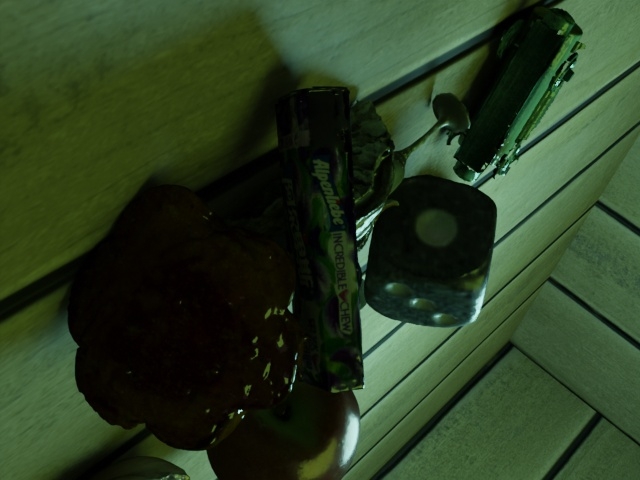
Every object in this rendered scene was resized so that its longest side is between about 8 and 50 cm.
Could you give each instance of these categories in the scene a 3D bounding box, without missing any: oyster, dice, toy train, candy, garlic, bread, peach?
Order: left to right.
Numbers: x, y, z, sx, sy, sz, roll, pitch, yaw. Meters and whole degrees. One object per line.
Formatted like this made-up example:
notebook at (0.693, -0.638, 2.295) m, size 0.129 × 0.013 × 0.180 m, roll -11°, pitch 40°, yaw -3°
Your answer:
garlic at (-0.276, 0.369, 1.233) m, size 0.228 × 0.110 × 0.217 m, roll -10°, pitch 148°, yaw -47°
bread at (-0.124, 0.088, 0.890) m, size 0.247 × 0.232 × 0.135 m, roll -61°, pitch 169°, yaw 8°
peach at (-0.055, 0.299, 1.404) m, size 0.252 × 0.252 × 0.252 m, roll -43°, pitch 159°, yaw -21°
oyster at (-0.020, -0.022, 1.067) m, size 0.351 × 0.158 × 0.162 m, roll -54°, pitch -156°, yaw -14°
candy at (0.000, 0.000, 0.937) m, size 0.061 × 0.313 × 0.088 m, roll -4°, pitch -179°, yaw -21°
dice at (0.167, 0.020, 1.381) m, size 0.183 × 0.182 × 0.182 m, roll 88°, pitch 15°, yaw -61°
toy train at (0.318, -0.227, 1.432) m, size 0.189 × 0.126 × 0.307 m, roll -23°, pitch 146°, yaw -54°

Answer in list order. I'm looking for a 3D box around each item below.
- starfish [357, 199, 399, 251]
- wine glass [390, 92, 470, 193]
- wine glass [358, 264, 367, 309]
starfish at (0.025, 0.009, 1.270) m, size 0.208 × 0.053 × 0.176 m, roll -43°, pitch 177°, yaw 1°
wine glass at (0.098, -0.106, 1.258) m, size 0.262 × 0.074 × 0.074 m, roll -41°, pitch 158°, yaw -22°
wine glass at (0.040, 0.067, 1.435) m, size 0.073 × 0.073 × 0.155 m, roll -50°, pitch 163°, yaw -3°
